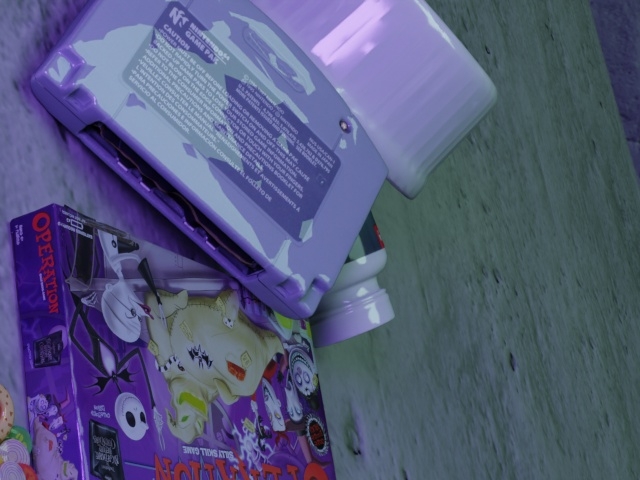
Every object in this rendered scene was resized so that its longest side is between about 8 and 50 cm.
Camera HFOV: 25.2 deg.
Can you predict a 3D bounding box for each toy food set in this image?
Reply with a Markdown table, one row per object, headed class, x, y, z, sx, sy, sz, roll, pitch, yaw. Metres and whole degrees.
| class | x | y | z | sx | sy | sz | roll | pitch | yaw |
| --- | --- | --- | --- | --- | --- | --- | --- | --- | --- |
| toy food set | -0.205 | 0.133 | 0.882 | 0.082 | 0.020 | 0.083 | 63 | 25 | -14 |

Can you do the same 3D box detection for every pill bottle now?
| class | x | y | z | sx | sy | sz | roll | pitch | yaw |
| --- | --- | --- | --- | --- | --- | --- | --- | --- | --- |
| pill bottle | 0.000 | 0.000 | 1.307 | 0.108 | 0.108 | 0.180 | -24 | 93 | -66 |

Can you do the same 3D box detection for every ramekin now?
| class | x | y | z | sx | sy | sz | roll | pitch | yaw |
| --- | --- | --- | --- | --- | --- | --- | --- | --- | --- |
| ramekin | 0.045 | -0.184 | 1.380 | 0.277 | 0.135 | 0.277 | 47 | 6 | -6 |

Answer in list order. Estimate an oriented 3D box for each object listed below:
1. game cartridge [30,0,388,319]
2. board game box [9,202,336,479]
| class | x | y | z | sx | sy | sz | roll | pitch | yaw |
| --- | --- | --- | --- | --- | --- | --- | --- | --- | --- |
| game cartridge | -0.077 | -0.097 | 1.163 | 0.294 | 0.060 | 0.196 | 44 | 55 | -21 |
| board game box | -0.097 | 0.115 | 1.092 | 0.347 | 0.056 | 0.208 | 26 | 52 | -57 |
